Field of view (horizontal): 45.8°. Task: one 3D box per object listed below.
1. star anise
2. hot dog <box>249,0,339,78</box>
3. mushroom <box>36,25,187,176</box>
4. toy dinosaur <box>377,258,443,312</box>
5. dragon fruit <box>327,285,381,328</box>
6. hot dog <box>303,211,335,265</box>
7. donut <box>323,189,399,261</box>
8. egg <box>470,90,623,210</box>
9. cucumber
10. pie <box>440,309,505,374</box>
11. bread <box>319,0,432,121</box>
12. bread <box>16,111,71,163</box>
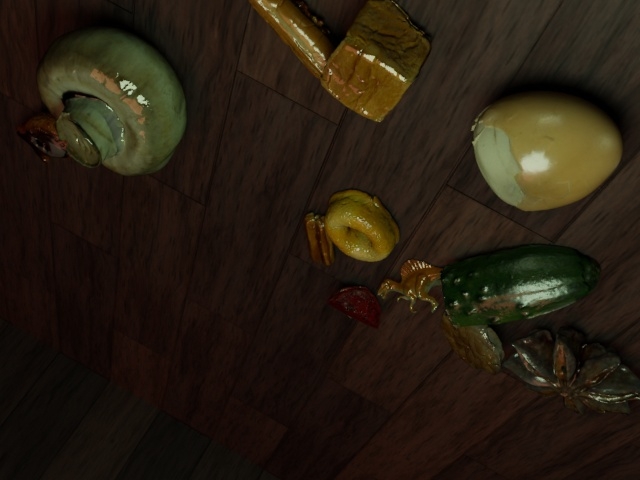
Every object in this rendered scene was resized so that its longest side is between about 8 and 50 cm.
[{"bbox_3d":[0.575,0.297,1.729,0.331,0.118,0.332,18,149,11],"label":"star anise"},{"bbox_3d":[-0.035,-0.387,1.394,0.249,0.076,0.102,45,179,-16],"label":"hot dog"},{"bbox_3d":[-0.455,-0.295,1.644,0.352,0.260,0.352,24,145,18],"label":"mushroom"},{"bbox_3d":[0.241,0.088,1.785,0.142,0.057,0.212,40,115,15],"label":"toy dinosaur"},{"bbox_3d":[0.082,0.155,1.950,0.162,0.083,0.106,29,167,-28],"label":"dragon fruit"},{"bbox_3d":[0.000,0.000,1.846,0.071,0.045,0.165,12,140,21],"label":"hot dog"},{"bbox_3d":[0.088,-0.024,1.731,0.174,0.075,0.190,-4,132,38],"label":"donut"},{"bbox_3d":[0.378,-0.152,1.273,0.244,0.201,0.201,-3,133,22],"label":"egg"},{"bbox_3d":[0.404,0.086,1.576,0.325,0.145,0.105,-11,127,31],"label":"cucumber"},{"bbox_3d":[0.365,0.243,1.815,0.195,0.046,0.195,48,158,26],"label":"pie"},{"bbox_3d":[0.098,-0.313,1.319,0.143,0.158,0.149,36,139,-4],"label":"bread"},{"bbox_3d":[-0.713,-0.276,2.003,0.268,0.095,0.139,5,136,52],"label":"bread"}]
